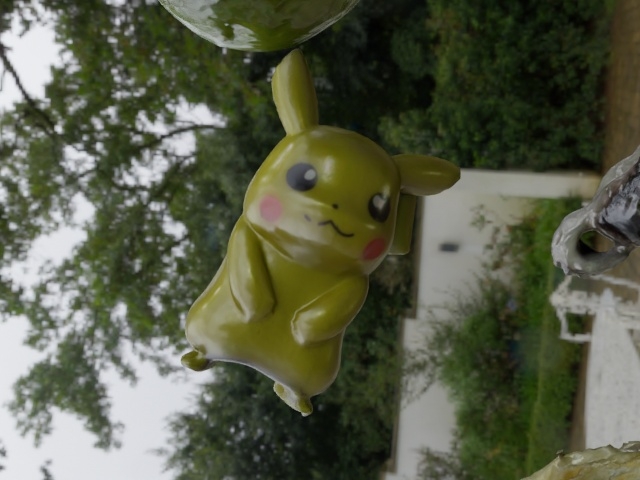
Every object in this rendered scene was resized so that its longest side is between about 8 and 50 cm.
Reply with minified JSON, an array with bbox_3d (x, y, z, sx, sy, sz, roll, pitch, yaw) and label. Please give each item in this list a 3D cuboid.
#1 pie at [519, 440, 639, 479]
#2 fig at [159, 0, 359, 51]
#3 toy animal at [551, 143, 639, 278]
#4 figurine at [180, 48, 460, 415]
[{"bbox_3d":[0.207,0.233,0.655,0.055,0.274,0.274,63,-166,-2],"label":"pie"},{"bbox_3d":[-0.007,-0.270,0.635,0.206,0.275,0.206,35,-136,-42],"label":"fig"},{"bbox_3d":[0.526,0.000,1.182,0.303,0.344,0.194,-51,1,22],"label":"toy animal"},{"bbox_3d":[-0.003,0.007,0.842,0.327,0.218,0.169,-63,12,16],"label":"figurine"}]
